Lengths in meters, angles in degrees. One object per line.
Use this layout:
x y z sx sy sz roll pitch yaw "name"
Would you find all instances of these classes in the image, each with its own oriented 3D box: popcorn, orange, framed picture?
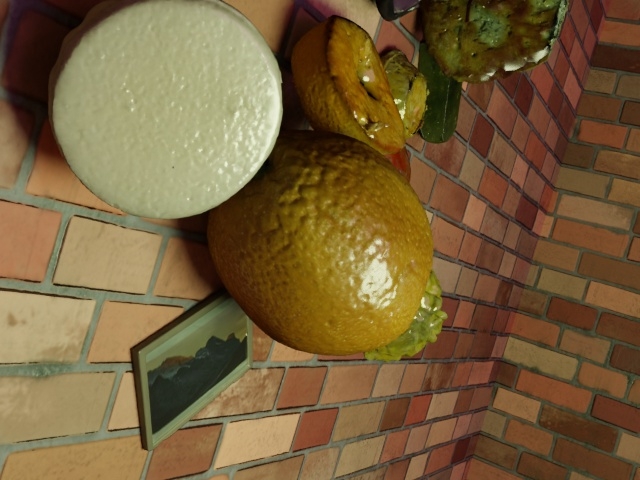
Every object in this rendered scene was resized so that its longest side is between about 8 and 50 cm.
0.142 0.126 1.589 0.225 0.249 0.249 -83 176 -66 "popcorn"
0.000 0.000 1.128 0.322 0.322 0.357 -59 138 -24 "orange"
-0.191 0.187 1.209 0.265 0.018 0.192 -36 136 -49 "framed picture"

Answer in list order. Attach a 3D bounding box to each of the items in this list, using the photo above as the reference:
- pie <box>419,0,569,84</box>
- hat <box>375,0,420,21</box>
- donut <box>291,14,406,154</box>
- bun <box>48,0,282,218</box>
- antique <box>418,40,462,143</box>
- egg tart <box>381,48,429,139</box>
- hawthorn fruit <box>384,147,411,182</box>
0.337 -0.479 1.512 0.103 0.288 0.355 11 91 -69 "pie"
0.179 -0.528 1.254 0.238 0.336 0.209 -35 98 -26 "hat"
0.054 -0.240 1.229 0.253 0.118 0.253 37 42 -43 "donut"
-0.184 -0.173 0.887 0.263 0.175 0.263 -10 120 -18 "bun"
0.258 -0.324 1.673 0.081 0.080 0.221 -31 133 -50 "antique"
0.153 -0.269 1.510 0.212 0.090 0.213 -44 142 -48 "egg tart"
0.088 -0.164 1.396 0.162 0.162 0.204 -9 101 -59 "hawthorn fruit"
